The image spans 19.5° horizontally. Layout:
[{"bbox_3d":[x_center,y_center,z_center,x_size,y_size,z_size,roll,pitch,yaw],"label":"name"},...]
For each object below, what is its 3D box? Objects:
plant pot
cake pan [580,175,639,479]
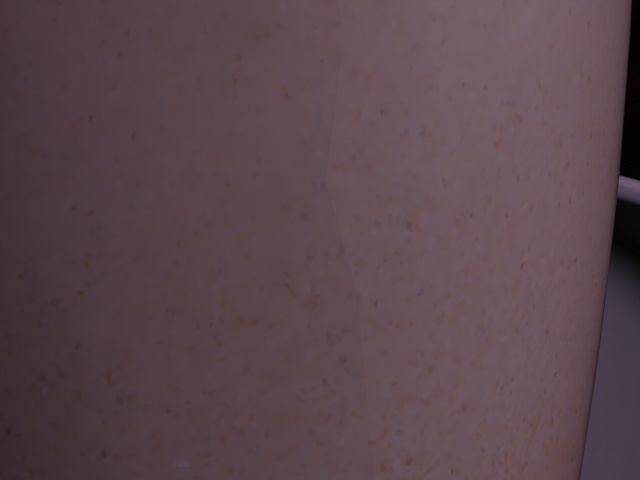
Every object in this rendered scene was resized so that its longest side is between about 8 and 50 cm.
[{"bbox_3d":[-0.042,0.023,0.429,0.256,0.256,0.274,-23,107,-81],"label":"plant pot"},{"bbox_3d":[0.087,0.113,0.806,0.293,0.293,0.054,64,-19,-17],"label":"cake pan"}]
